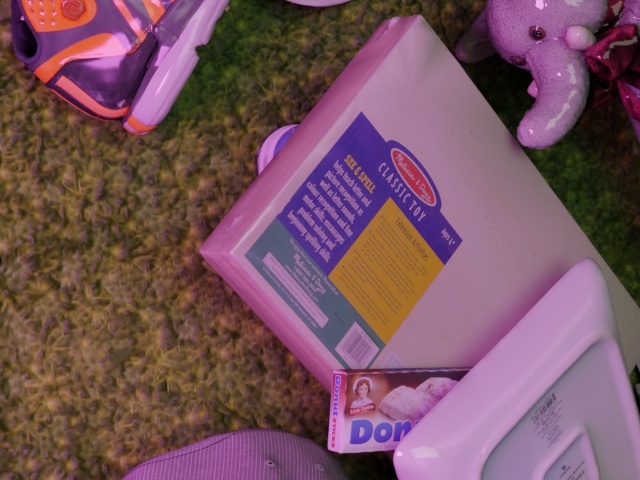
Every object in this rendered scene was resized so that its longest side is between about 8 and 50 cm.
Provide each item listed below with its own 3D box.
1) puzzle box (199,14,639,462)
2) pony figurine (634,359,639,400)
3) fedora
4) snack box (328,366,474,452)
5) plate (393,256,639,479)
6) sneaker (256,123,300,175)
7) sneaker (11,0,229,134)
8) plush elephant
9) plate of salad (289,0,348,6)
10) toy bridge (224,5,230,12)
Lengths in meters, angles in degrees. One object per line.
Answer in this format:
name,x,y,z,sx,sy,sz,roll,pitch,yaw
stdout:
puzzle box,0.110,0.045,1.250,0.409,0.052,0.272,50,66,-26
pony figurine,0.485,0.203,1.325,0.303,0.363,0.351,-4,67,-18
fedora,-0.067,0.228,1.126,0.275,0.244,0.124,2,51,-30
snack box,0.084,0.136,1.188,0.178,0.022,0.064,2,93,-36
plate,0.197,0.199,1.247,0.277,0.045,0.278,-40,125,-30
sneaker,0.000,0.000,1.250,0.080,0.081,0.211,-16,89,-27
sneaker,-0.143,-0.261,1.179,0.180,0.124,0.321,28,87,-16
plush elephant,0.259,-0.171,1.273,0.255,0.272,0.330,-3,67,-4
plate of salad,-0.014,-0.308,1.309,0.200,0.048,0.200,8,74,-27
toy bridge,-0.144,-0.269,1.262,0.188,0.026,0.063,47,69,-10
